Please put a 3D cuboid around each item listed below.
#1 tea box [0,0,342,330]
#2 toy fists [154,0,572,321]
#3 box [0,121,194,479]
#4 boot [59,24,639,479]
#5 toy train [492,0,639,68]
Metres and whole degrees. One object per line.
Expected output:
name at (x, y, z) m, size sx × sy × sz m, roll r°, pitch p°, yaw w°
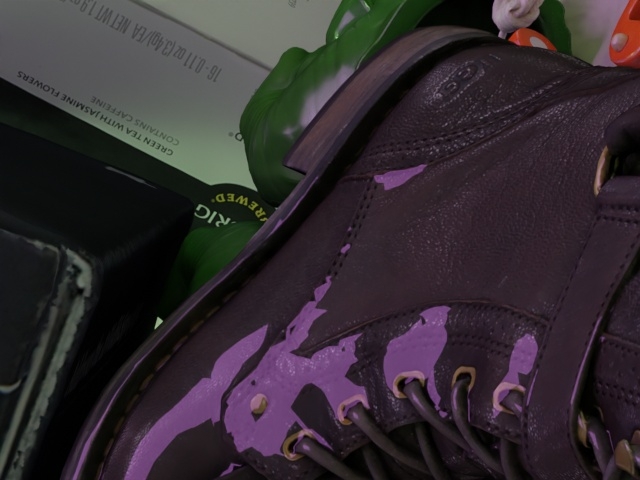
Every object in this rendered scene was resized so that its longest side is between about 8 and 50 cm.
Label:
tea box at (-0.120, -0.080, 1.188) m, size 0.323 × 0.220 × 0.329 m, roll -57°, pitch 13°, yaw 32°
toy fists at (0.000, 0.000, 0.804) m, size 0.279 × 0.096 × 0.142 m, roll -64°, pitch 9°, yaw 2°
box at (-0.270, 0.159, 0.777) m, size 0.480 × 0.297 × 0.472 m, roll -100°, pitch 33°, yaw -87°
boot at (0.042, 0.042, 0.473) m, size 0.263 × 0.091 × 0.229 m, roll -62°, pitch 27°, yaw -8°
toy train at (0.093, -0.052, 0.645) m, size 0.125 × 0.046 × 0.166 m, roll -63°, pitch 15°, yaw -5°
